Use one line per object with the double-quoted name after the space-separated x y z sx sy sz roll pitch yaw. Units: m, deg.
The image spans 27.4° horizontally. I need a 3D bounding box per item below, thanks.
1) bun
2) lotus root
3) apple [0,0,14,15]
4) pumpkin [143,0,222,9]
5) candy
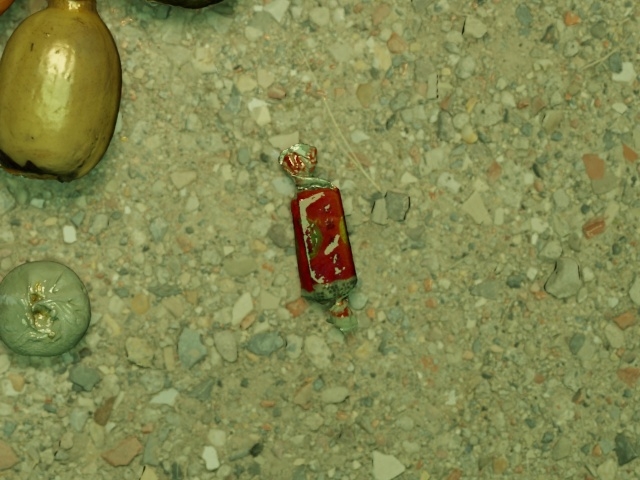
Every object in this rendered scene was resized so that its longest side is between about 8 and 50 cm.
-0.391 0.098 1.844 0.140 0.083 0.141 -1 96 -8 "bun"
-0.347 -0.228 1.764 0.182 0.183 0.310 10 98 -12 "lotus root"
-0.465 -0.421 1.674 0.299 0.299 0.275 -34 116 -6 "apple"
-0.202 -0.445 1.775 0.260 0.189 0.260 -19 124 -30 "pumpkin"
0.001 0.000 1.922 0.086 0.059 0.292 -13 99 -13 "candy"
